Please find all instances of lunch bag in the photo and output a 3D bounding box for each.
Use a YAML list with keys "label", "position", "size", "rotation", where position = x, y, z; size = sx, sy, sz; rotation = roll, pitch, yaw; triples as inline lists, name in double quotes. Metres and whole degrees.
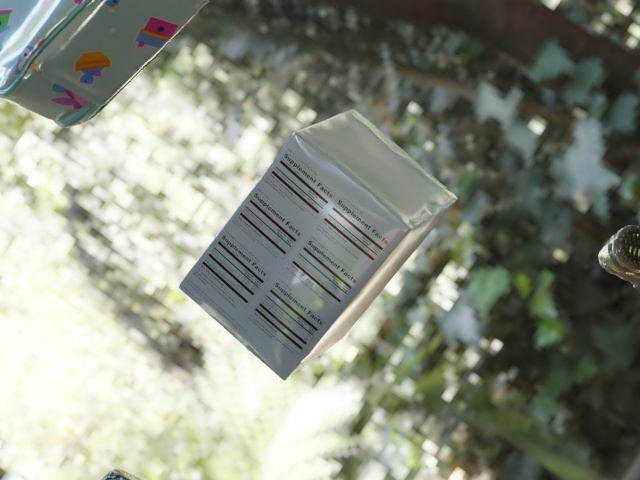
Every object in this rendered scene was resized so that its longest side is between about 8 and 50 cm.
- label: "lunch bag"
  position: [-0.194, -0.257, 1.681]
  size: [0.279, 0.108, 0.224]
  rotation: [-44, 42, 20]

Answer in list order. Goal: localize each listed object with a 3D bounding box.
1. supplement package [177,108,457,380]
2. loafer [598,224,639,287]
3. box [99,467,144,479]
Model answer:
- label: "supplement package"
  position: [0.000, 0.000, 1.875]
  size: [0.203, 0.149, 0.194]
  rotation: [-51, -8, 19]
- label: "loafer"
  position: [0.319, 0.022, 1.744]
  size: [0.050, 0.148, 0.056]
  rotation: [-14, 58, 56]
- label: "box"
  position: [-0.054, 0.339, 1.520]
  size: [0.079, 0.257, 0.322]
  rotation: [-42, 34, -26]
